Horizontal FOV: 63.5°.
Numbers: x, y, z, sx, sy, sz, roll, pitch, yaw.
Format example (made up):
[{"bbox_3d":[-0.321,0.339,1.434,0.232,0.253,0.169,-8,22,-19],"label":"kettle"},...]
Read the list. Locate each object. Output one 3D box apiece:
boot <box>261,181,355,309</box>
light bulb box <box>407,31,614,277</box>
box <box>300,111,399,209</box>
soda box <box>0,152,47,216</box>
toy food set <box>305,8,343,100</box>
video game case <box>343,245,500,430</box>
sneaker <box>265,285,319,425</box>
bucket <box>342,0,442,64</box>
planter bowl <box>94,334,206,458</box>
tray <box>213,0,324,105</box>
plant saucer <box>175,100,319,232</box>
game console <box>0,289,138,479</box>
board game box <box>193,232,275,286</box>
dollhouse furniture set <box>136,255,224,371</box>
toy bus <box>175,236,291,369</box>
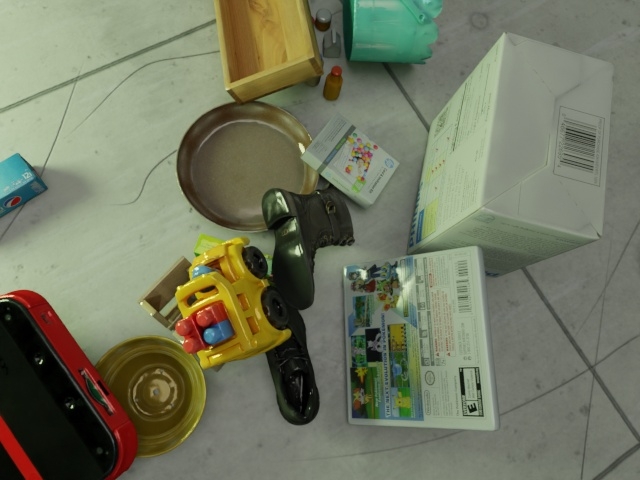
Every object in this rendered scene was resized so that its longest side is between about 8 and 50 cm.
[{"bbox_3d":[0.000,0.000,1.059,0.229,0.091,0.262,-3,79,-52],"label":"boot"},{"bbox_3d":[0.363,-0.143,1.049,0.226,0.361,0.357,15,75,-5],"label":"light bulb box"},{"bbox_3d":[0.068,-0.178,1.154,0.186,0.038,0.145,39,58,-7],"label":"box"},{"bbox_3d":[-0.675,-0.085,1.046,0.210,0.067,0.071,-36,83,-15],"label":"soda box"},{"bbox_3d":[-0.003,-0.457,1.212,0.111,0.104,0.232,0,76,-8],"label":"toy food set"},{"bbox_3d":[0.181,0.192,1.010,0.300,0.036,0.328,-11,73,34],"label":"video game case"},{"bbox_3d":[-0.062,0.220,1.019,0.109,0.130,0.286,-19,78,-11],"label":"sneaker"},{"bbox_3d":[0.152,-0.535,1.176,0.183,0.281,0.280,-2,76,-4],"label":"bucket"},{"bbox_3d":[-0.321,0.291,0.983,0.218,0.090,0.216,1,77,-5],"label":"planter bowl"},{"bbox_3d":[-0.130,-0.523,1.168,0.203,0.076,0.410,-16,69,15],"label":"tray"},{"bbox_3d":[-0.159,-0.161,1.145,0.311,0.050,0.310,2,75,-8],"label":"plant saucer"},{"bbox_3d":[-0.543,0.319,0.922,0.342,0.060,0.386,-40,82,9],"label":"game console"},{"bbox_3d":[-0.164,0.043,1.069,0.182,0.092,0.043,18,73,-3],"label":"board game box"},{"bbox_3d":[-0.235,0.142,1.008,0.151,0.144,0.123,28,69,38],"label":"dollhouse furniture set"},{"bbox_3d":[-0.180,0.113,0.910,0.150,0.211,0.220,-26,82,21],"label":"toy bus"}]
